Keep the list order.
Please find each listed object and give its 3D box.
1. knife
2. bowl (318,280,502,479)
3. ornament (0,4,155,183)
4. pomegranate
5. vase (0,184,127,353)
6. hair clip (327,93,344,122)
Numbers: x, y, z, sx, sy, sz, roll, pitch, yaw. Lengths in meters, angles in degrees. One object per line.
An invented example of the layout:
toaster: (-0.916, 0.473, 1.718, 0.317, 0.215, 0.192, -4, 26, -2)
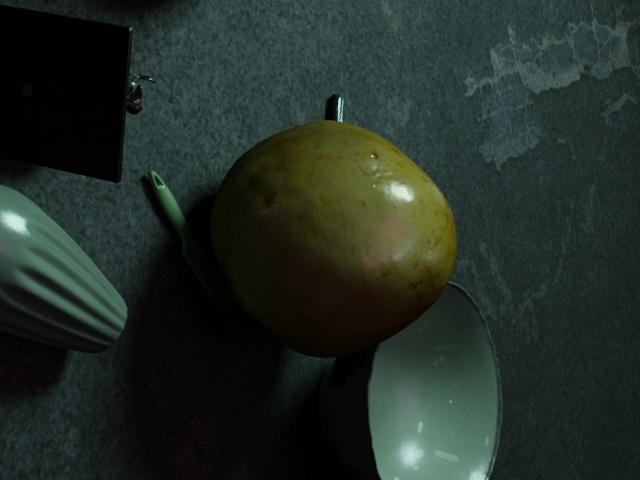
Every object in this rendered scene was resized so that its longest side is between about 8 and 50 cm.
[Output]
knife: (-0.157, 0.004, 1.352, 0.030, 0.014, 0.207, -56, 129, -43)
bowl: (0.102, 0.222, 1.544, 0.337, 0.157, 0.337, 6, 83, -52)
ornament: (-0.236, -0.165, 1.185, 0.196, 0.166, 0.153, -38, 140, -68)
pomegranate: (0.018, -0.004, 1.352, 0.307, 0.307, 0.307, 8, 80, -51)
vase: (-0.283, 0.039, 1.109, 0.248, 0.128, 0.128, 43, 53, -52)
hair clip: (0.033, -0.092, 1.587, 0.070, 0.039, 0.230, -10, 93, -51)
